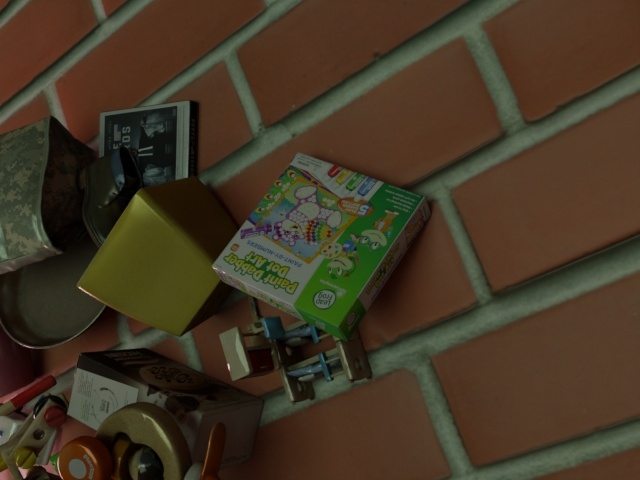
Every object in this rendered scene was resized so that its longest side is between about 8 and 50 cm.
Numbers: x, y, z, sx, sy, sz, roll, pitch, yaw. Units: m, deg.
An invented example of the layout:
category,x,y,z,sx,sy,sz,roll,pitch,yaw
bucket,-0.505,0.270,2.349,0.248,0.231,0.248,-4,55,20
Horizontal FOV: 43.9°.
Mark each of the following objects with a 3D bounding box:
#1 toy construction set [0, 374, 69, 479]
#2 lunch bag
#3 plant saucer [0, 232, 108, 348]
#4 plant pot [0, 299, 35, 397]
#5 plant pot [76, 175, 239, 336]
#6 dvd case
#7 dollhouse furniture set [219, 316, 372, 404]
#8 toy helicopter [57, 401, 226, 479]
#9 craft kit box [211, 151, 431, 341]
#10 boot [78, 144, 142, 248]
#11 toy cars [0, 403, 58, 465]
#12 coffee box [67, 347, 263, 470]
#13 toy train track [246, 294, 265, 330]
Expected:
category,x,y,z,sx,sy,sz,roll,pitch,yaw
toy construction set,-0.545,0.418,1.471,0.237,0.257,0.309,-31,45,-17
lunch bag,-0.575,-0.062,1.528,0.235,0.169,0.287,-15,58,18
plant saucer,-0.503,0.067,1.564,0.311,0.050,0.310,-11,63,22
plant pot,-0.688,0.236,1.644,0.201,0.201,0.180,-21,92,30
plant pot,-0.243,0.038,1.359,0.187,0.212,0.212,40,109,6
dvd case,-0.335,-0.169,1.527,0.239,0.030,0.179,-1,87,32
dollhouse furniture set,-0.034,0.179,1.225,0.129,0.184,0.128,-26,74,29
toy helicopter,-0.224,0.413,1.196,0.235,0.140,0.355,-19,90,23
craft kit box,0.000,0.000,1.221,0.250,0.061,0.246,22,69,31
boot,-0.383,-0.076,1.480,0.106,0.082,0.219,-35,61,23
toy cars,-0.593,0.479,1.600,0.176,0.087,0.393,-40,61,17
coffee box,-0.272,0.290,1.381,0.297,0.168,0.118,16,96,31
toy train track,-0.111,0.128,1.379,0.048,0.014,0.083,-28,67,36
